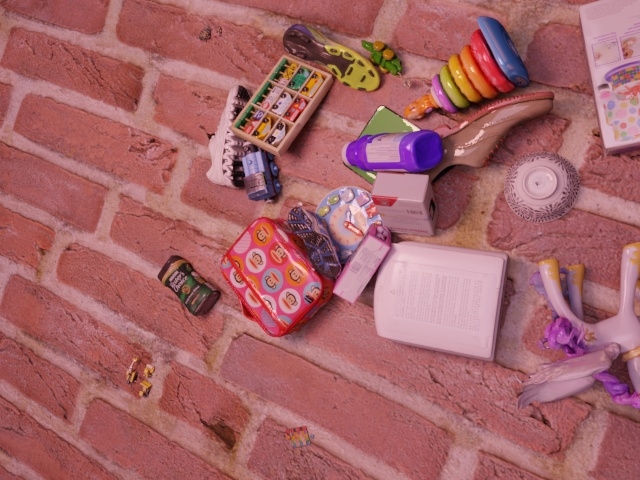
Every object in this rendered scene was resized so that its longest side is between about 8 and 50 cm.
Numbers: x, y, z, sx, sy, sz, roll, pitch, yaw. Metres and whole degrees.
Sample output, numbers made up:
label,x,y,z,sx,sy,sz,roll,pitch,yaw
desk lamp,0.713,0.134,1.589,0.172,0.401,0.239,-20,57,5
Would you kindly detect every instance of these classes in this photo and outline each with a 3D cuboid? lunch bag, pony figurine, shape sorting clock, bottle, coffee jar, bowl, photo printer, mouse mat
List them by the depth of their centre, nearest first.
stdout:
label,x,y,z,sx,sy,sz,roll,pitch,yaw
pony figurine,0.569,0.214,1.241,0.350,0.303,0.364,-12,67,13
bowl,0.506,-0.127,1.365,0.170,0.080,0.170,-1,87,23
photo printer,0.280,0.137,1.427,0.307,0.107,0.256,7,89,23
bottle,0.161,-0.214,1.440,0.282,0.118,0.092,10,115,55
mouse mat,0.163,-0.242,1.554,0.152,0.007,0.190,38,100,20
shape sorting clock,0.072,-0.041,1.561,0.206,0.040,0.207,-2,86,22
lunch bag,-0.130,0.108,1.601,0.258,0.120,0.293,-47,70,18
coffee jar,-0.387,0.128,1.721,0.184,0.079,0.096,40,102,20

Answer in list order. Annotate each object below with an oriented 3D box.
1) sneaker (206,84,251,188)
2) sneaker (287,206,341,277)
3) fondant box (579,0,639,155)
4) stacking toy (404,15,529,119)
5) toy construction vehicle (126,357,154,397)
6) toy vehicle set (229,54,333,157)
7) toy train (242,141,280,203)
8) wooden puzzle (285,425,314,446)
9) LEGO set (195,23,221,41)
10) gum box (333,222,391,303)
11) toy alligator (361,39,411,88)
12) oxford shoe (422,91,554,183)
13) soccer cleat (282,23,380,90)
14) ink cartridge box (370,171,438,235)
label,x,y,z,sx,sy,sz,roll,pitch,yaw
sneaker,-0.263,-0.297,1.687,0.118,0.110,0.293,7,89,32
sneaker,0.000,0.000,1.534,0.080,0.081,0.211,-39,70,29
fondant box,0.714,-0.373,1.285,0.238,0.096,0.331,-10,82,22
stacking toy,0.328,-0.374,1.429,0.301,0.175,0.166,-30,73,30
toy construction vehicle,-0.548,0.415,1.794,0.085,0.035,0.098,23,96,22
toy vehicle set,-0.104,-0.367,1.605,0.165,0.035,0.267,28,76,21
toy train,-0.168,-0.193,1.634,0.080,0.105,0.184,-15,81,21
wooden puzzle,-0.056,0.528,1.598,0.083,0.006,0.050,-18,80,21
LEGO set,-0.334,-0.618,1.778,0.083,0.023,0.054,13,94,10
gum box,0.108,0.051,1.479,0.062,0.107,0.189,30,111,-3
toy alligator,0.184,-0.464,1.537,0.051,0.056,0.190,-34,70,-25
oxford shoe,0.391,-0.240,1.405,0.348,0.123,0.130,-22,82,31
soccer cleat,0.038,-0.494,1.574,0.289,0.121,0.094,29,129,5
ink cartridge box,0.207,-0.087,1.431,0.127,0.175,0.073,7,67,22
